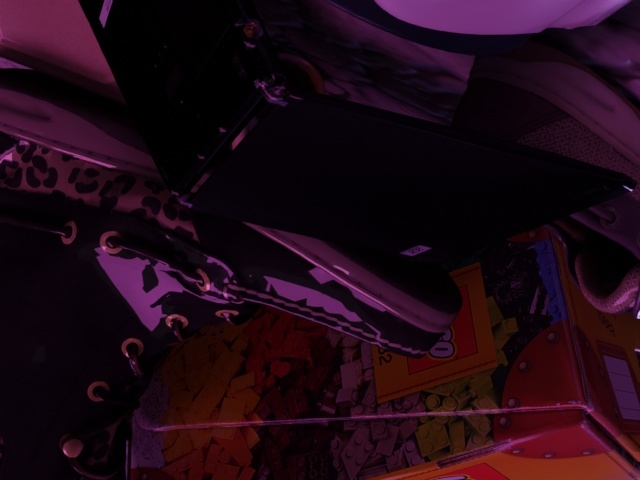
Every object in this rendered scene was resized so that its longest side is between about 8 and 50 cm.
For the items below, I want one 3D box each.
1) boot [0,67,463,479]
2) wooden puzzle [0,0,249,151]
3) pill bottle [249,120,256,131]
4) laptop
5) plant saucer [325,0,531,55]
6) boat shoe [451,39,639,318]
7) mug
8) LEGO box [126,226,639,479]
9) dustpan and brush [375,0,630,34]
[{"bbox_3d":[-0.117,0.067,0.806,0.377,0.284,0.138,24,-168,11],"label":"boot"},{"bbox_3d":[-0.138,-0.172,0.698,0.238,0.044,0.221,26,145,18],"label":"wooden puzzle"},{"bbox_3d":[-0.017,-0.018,1.014,0.193,0.108,0.108,54,171,-1],"label":"pill bottle"},{"bbox_3d":[-0.011,-0.097,0.563,0.264,0.136,0.234,65,161,2],"label":"laptop"},{"bbox_3d":[0.017,-0.153,0.510,0.195,0.037,0.195,30,171,6],"label":"plant saucer"},{"bbox_3d":[0.180,0.000,0.650,0.285,0.092,0.103,36,173,-23],"label":"boat shoe"},{"bbox_3d":[-0.028,-0.110,0.892,0.078,0.062,0.064,40,178,-17],"label":"mug"},{"bbox_3d":[0.130,0.192,1.002,0.372,0.193,0.500,-21,144,23],"label":"LEGO box"},{"bbox_3d":[0.030,-0.113,0.366,0.211,0.060,0.147,-9,169,-23],"label":"dustpan and brush"}]
